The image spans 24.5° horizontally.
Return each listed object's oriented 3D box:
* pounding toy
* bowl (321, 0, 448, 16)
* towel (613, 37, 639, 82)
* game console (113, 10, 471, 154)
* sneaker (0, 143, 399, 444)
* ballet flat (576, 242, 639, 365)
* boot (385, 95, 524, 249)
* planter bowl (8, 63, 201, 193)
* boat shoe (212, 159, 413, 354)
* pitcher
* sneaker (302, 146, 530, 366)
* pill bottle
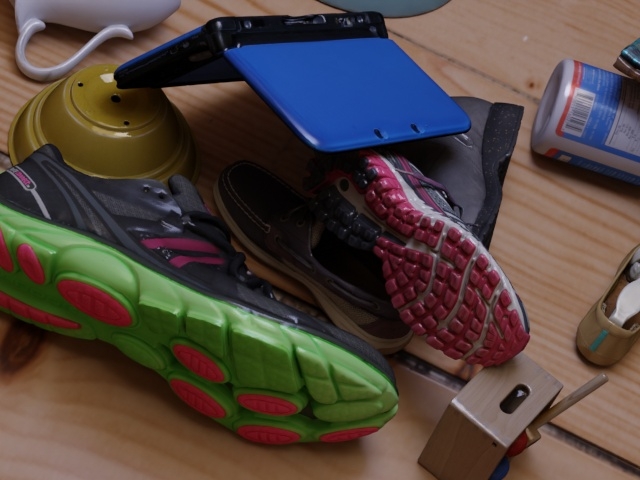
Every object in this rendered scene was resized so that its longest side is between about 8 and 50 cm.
[{"bbox_3d":[0.193,0.179,1.479,0.100,0.130,0.141,39,50,15],"label":"pounding toy"},{"bbox_3d":[0.074,-0.460,1.964,0.312,0.163,0.311,9,50,-11],"label":"bowl"},{"bbox_3d":[0.508,-0.180,1.838,0.271,0.040,0.370,33,20,10],"label":"towel"},{"bbox_3d":[-0.028,-0.151,1.594,0.293,0.250,0.173,-12,85,-51],"label":"game console"},{"bbox_3d":[-0.128,0.037,1.461,0.483,0.185,0.202,28,52,5],"label":"sneaker"},{"bbox_3d":[0.369,0.056,1.680,0.080,0.073,0.232,33,49,10],"label":"ballet flat"},{"bbox_3d":[0.096,-0.065,1.688,0.223,0.118,0.338,16,41,4],"label":"boot"},{"bbox_3d":[-0.232,-0.130,1.631,0.217,0.090,0.217,9,48,-10],"label":"planter bowl"},{"bbox_3d":[0.000,0.000,1.593,0.103,0.092,0.285,-30,65,-36],"label":"boat shoe"},{"bbox_3d":[-0.268,-0.279,1.739,0.207,0.125,0.177,-10,75,-12],"label":"pitcher"},{"bbox_3d":[0.115,-0.001,1.502,0.112,0.121,0.299,-7,50,-48],"label":"sneaker"},{"bbox_3d":[0.382,-0.134,1.813,0.222,0.124,0.124,18,48,-4],"label":"pill bottle"}]
